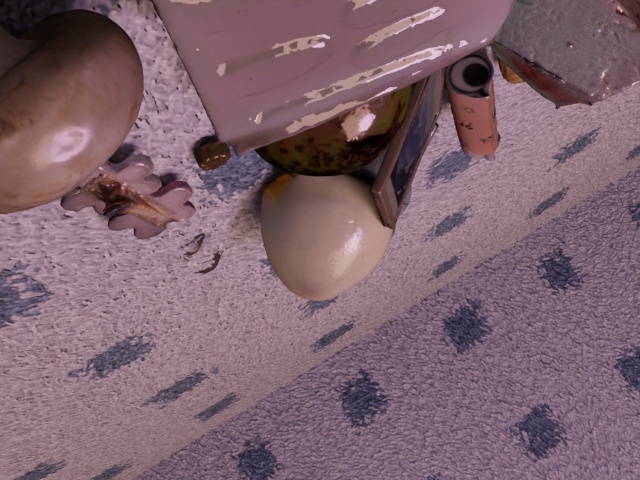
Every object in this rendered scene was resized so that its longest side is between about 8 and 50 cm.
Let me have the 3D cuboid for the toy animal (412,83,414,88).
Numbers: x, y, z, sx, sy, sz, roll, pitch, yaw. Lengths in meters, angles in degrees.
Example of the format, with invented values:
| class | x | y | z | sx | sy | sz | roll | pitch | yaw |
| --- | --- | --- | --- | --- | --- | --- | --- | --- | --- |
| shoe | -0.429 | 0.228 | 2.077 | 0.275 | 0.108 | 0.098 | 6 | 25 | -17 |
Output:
| class | x | y | z | sx | sy | sz | roll | pitch | yaw |
| --- | --- | --- | --- | --- | --- | --- | --- | --- | --- |
| toy animal | 0.144 | -0.286 | 1.095 | 0.079 | 0.070 | 0.253 | -51 | 155 | 2 |

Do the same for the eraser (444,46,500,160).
| class | x | y | z | sx | sy | sz | roll | pitch | yaw |
| --- | --- | --- | --- | --- | --- | --- | --- | --- | --- |
| eraser | 0.278 | -0.270 | 1.201 | 0.087 | 0.171 | 0.290 | -9 | 164 | 14 |

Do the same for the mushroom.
| class | x | y | z | sx | sy | sz | roll | pitch | yaw |
| --- | --- | --- | --- | --- | --- | --- | --- | --- | --- |
| mushroom | -0.298 | -0.149 | 0.609 | 0.243 | 0.244 | 0.243 | -28 | 159 | -12 |

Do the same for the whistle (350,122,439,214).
| class | x | y | z | sx | sy | sz | roll | pitch | yaw |
| --- | --- | --- | --- | --- | --- | --- | --- | --- | --- |
| whistle | 0.125 | -0.134 | 1.314 | 0.163 | 0.163 | 0.290 | 3 | 120 | -57 |

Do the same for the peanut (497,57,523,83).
| class | x | y | z | sx | sy | sz | roll | pitch | yaw |
| --- | --- | --- | --- | --- | --- | --- | --- | --- | --- |
| peanut | 0.389 | -0.375 | 1.226 | 0.089 | 0.089 | 0.193 | -21 | 152 | -28 |

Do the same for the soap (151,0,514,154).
| class | x | y | z | sx | sy | sz | roll | pitch | yaw |
| --- | --- | --- | --- | --- | --- | --- | --- | --- | --- |
| soap | -0.017 | -0.305 | 0.520 | 0.350 | 0.213 | 0.435 | -19 | 154 | 0 |

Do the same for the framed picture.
| class | x | y | z | sx | sy | sz | roll | pitch | yaw |
| --- | --- | --- | --- | --- | --- | --- | --- | --- | --- |
| framed picture | 0.144 | -0.155 | 1.031 | 0.335 | 0.022 | 0.247 | 42 | 70 | -78 |

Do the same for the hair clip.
| class | x | y | z | sx | sy | sz | roll | pitch | yaw |
| --- | --- | --- | --- | --- | --- | --- | --- | --- | --- |
| hair clip | -0.280 | -0.060 | 0.990 | 0.146 | 0.075 | 0.257 | -33 | 166 | 7 |

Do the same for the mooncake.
| class | x | y | z | sx | sy | sz | roll | pitch | yaw |
| --- | --- | --- | --- | --- | --- | --- | --- | --- | --- |
| mooncake | -0.202 | -0.054 | 1.145 | 0.150 | 0.057 | 0.347 | -18 | 152 | -4 |

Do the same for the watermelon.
| class | x | y | z | sx | sy | sz | roll | pitch | yaw |
| --- | --- | --- | --- | --- | --- | --- | --- | --- | --- |
| watermelon | 0.437 | -0.318 | 1.037 | 0.228 | 0.258 | 0.387 | -48 | 141 | 9 |

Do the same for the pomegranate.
| class | x | y | z | sx | sy | sz | roll | pitch | yaw |
| --- | --- | --- | --- | --- | --- | --- | --- | --- | --- |
| pomegranate | 0.003 | -0.222 | 0.867 | 0.242 | 0.242 | 0.306 | -49 | -163 | 38 |

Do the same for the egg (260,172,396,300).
| class | x | y | z | sx | sy | sz | roll | pitch | yaw |
| --- | --- | --- | --- | --- | --- | --- | --- | --- | --- |
| egg | 0.004 | 0.002 | 1.233 | 0.264 | 0.174 | 0.286 | 13 | 142 | 0 |
